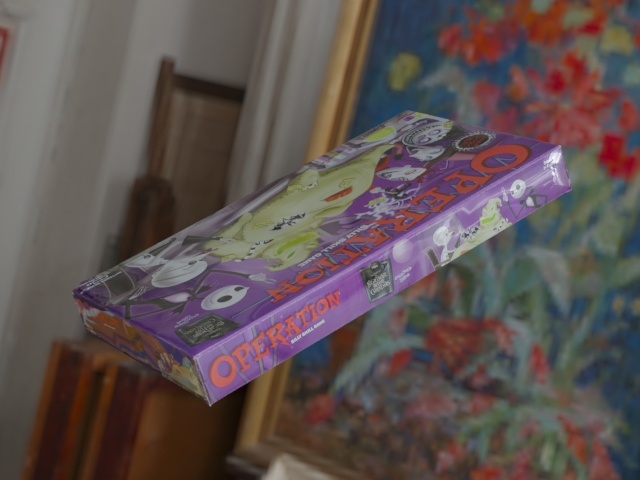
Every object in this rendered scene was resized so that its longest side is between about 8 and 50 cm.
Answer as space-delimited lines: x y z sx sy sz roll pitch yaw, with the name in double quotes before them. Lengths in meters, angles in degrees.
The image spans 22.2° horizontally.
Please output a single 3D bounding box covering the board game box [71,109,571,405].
"board game box" 0.000 0.000 1.272 0.347 0.056 0.208 -29 30 -25
